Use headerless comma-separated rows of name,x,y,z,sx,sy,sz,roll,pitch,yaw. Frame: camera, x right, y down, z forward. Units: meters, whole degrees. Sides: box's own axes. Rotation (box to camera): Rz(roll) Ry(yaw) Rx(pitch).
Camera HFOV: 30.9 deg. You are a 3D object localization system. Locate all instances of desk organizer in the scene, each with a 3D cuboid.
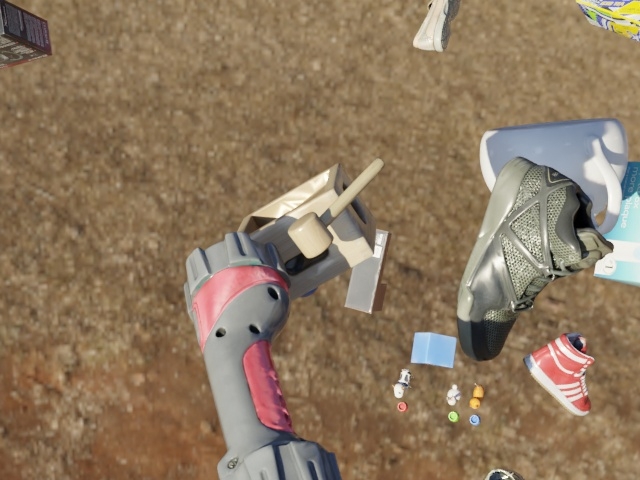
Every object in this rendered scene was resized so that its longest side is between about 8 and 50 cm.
desk organizer,0.081,0.046,1.825,0.047,0.130,0.050,14,4,24

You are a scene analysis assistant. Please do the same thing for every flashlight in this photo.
flashlight,-0.047,0.126,1.018,0.103,0.103,0.304,27,27,-38

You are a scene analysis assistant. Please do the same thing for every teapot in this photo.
teapot,0.381,-0.096,1.865,0.252,0.187,0.256,-3,6,27

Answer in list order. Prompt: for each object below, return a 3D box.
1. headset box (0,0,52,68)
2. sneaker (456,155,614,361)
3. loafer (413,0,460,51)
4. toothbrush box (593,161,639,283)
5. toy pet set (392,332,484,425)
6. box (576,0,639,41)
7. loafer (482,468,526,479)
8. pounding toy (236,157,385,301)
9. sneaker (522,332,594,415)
headset box,-0.256,-0.160,0.915,0.062,0.032,0.083,-11,-6,16
sneaker,0.227,0.036,1.234,0.130,0.227,0.087,24,11,33
loafer,0.145,-0.283,1.427,0.039,0.045,0.125,3,53,22
toothbrush box,0.629,-0.018,1.977,0.126,0.216,0.295,12,-1,-31
toy pet set,0.161,0.188,1.598,0.122,0.065,0.114,5,80,23
box,0.393,-0.271,1.387,0.169,0.054,0.059,35,87,42
loafer,0.241,0.393,1.431,0.094,0.087,0.251,-21,55,8
pounding toy,0.008,-0.003,1.188,0.181,0.094,0.206,-30,12,11
sneaker,0.280,0.145,1.266,0.118,0.067,0.042,39,20,-35
